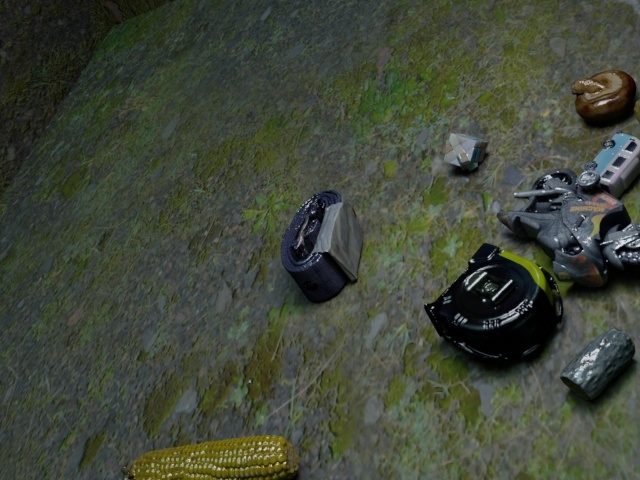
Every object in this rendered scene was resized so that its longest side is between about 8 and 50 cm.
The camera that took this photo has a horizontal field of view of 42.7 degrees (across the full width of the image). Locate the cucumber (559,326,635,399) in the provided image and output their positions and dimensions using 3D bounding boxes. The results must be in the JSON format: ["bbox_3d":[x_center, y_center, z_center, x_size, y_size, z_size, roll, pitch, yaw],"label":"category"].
[{"bbox_3d":[0.402,0.176,1.184,0.112,0.064,0.064,-42,36,-13],"label":"cucumber"}]

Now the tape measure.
[{"bbox_3d":[0.290,0.100,1.321,0.199,0.112,0.186,-46,39,-15],"label":"tape measure"}]

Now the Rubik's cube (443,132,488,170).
[{"bbox_3d":[0.294,-0.179,1.682,0.084,0.075,0.073,28,111,50],"label":"Rubik's cube"}]

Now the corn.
[{"bbox_3d":[-0.180,0.384,1.351,0.305,0.106,0.106,-13,39,18],"label":"corn"}]

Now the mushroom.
[{"bbox_3d":[0.554,-0.285,1.593,0.127,0.087,0.127,-24,37,19],"label":"mushroom"}]

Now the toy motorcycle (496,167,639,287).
[{"bbox_3d":[0.426,-0.019,1.363,0.173,0.108,0.307,-40,33,-1],"label":"toy motorcycle"}]

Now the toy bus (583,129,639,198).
[{"bbox_3d":[0.528,-0.132,1.456,0.123,0.060,0.075,-47,42,-15],"label":"toy bus"}]

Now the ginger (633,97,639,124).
[{"bbox_3d":[0.661,-0.229,1.414,0.221,0.130,0.275,-24,41,-2],"label":"ginger"}]

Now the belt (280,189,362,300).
[{"bbox_3d":[0.000,0.000,1.644,0.140,0.126,0.230,-14,38,27],"label":"belt"}]
